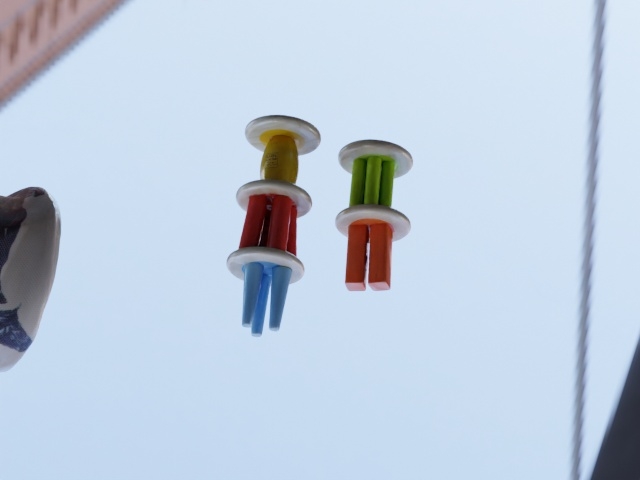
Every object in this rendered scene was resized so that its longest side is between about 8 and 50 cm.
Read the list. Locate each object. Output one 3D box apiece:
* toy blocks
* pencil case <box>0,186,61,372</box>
[{"bbox_3d":[0.000,0.000,1.162,0.123,0.054,0.148,14,-116,-16],"label":"toy blocks"},{"bbox_3d":[-0.408,0.006,1.362,0.410,0.160,0.183,8,-132,-24],"label":"pencil case"}]
